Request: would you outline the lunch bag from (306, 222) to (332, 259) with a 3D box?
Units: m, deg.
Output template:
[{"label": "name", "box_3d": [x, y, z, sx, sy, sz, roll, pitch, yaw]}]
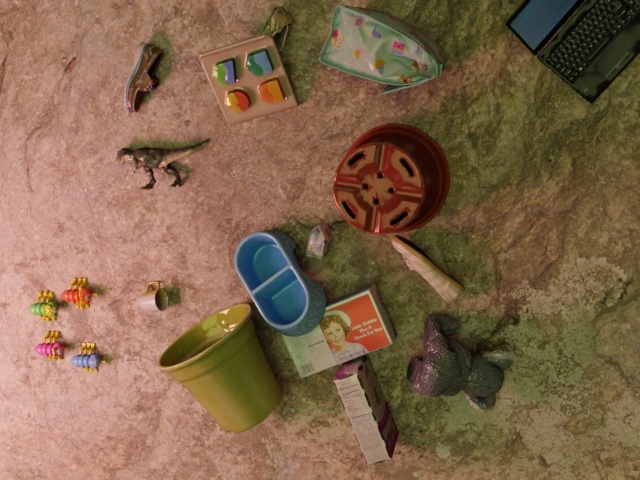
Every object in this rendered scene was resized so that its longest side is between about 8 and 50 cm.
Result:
[{"label": "lunch bag", "box_3d": [0.000, 0.000, 1.865, 0.053, 0.071, 0.083, 11, 101, 13]}]

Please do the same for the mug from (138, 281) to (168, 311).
[{"label": "mug", "box_3d": [-0.457, 0.160, 2.018, 0.064, 0.078, 0.062, -9, 130, 23]}]

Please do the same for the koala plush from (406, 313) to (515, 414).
[{"label": "koala plush", "box_3d": [0.344, 0.317, 1.788, 0.221, 0.203, 0.196, 20, 104, -2]}]

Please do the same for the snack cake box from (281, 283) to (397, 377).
[{"label": "snack cake box", "box_3d": [0.044, 0.230, 1.885, 0.264, 0.089, 0.152, -23, 92, 16]}]

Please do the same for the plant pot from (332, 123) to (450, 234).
[{"label": "plant pot", "box_3d": [0.153, -0.130, 1.705, 0.272, 0.265, 0.272, 2, 100, 14]}]

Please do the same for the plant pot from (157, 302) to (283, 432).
[{"label": "plant pot", "box_3d": [-0.234, 0.343, 1.900, 0.276, 0.276, 0.254, -27, 103, 16]}]

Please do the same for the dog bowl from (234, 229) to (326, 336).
[{"label": "dog bowl", "box_3d": [-0.111, 0.101, 1.858, 0.166, 0.074, 0.297, -37, 69, 12]}]

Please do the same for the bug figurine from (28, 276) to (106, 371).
[{"label": "bug figurine", "box_3d": [-0.715, 0.249, 2.080, 0.216, 0.072, 0.279, -4, 99, 14]}]

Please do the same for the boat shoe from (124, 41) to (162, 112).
[{"label": "boat shoe", "box_3d": [-0.455, -0.414, 1.907, 0.066, 0.066, 0.183, 19, 103, 8]}]

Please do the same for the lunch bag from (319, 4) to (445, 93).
[{"label": "lunch bag", "box_3d": [0.156, -0.424, 1.677, 0.262, 0.223, 0.160, 22, 110, 7]}]

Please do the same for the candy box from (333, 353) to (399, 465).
[{"label": "candy box", "box_3d": [0.117, 0.422, 1.863, 0.071, 0.159, 0.233, -20, 93, 15]}]

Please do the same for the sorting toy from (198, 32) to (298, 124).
[{"label": "sorting toy", "box_3d": [-0.176, -0.387, 1.808, 0.193, 0.038, 0.208, -13, 127, 15]}]

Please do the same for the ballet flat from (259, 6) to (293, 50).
[{"label": "ballet flat", "box_3d": [-0.133, -0.472, 1.819, 0.067, 0.073, 0.206, 32, 107, -2]}]

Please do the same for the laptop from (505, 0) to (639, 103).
[{"label": "laptop", "box_3d": [0.581, -0.473, 1.611, 0.264, 0.136, 0.234, 42, 107, 4]}]

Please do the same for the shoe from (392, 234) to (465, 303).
[{"label": "shoe", "box_3d": [0.255, 0.071, 1.813, 0.219, 0.076, 0.058, 40, 101, 2]}]

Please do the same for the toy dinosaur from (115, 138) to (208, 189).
[{"label": "toy dinosaur", "box_3d": [-0.421, -0.196, 1.941, 0.268, 0.064, 0.118, -4, 92, 11]}]
